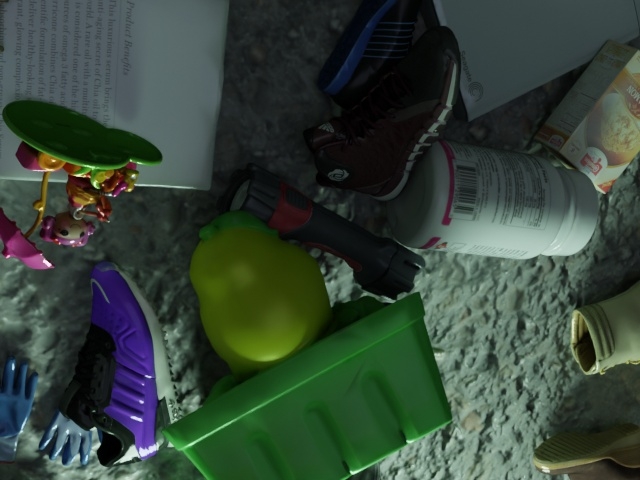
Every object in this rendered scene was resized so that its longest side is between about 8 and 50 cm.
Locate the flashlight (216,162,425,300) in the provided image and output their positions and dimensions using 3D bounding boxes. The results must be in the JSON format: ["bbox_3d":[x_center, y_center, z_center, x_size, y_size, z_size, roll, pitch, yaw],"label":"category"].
[{"bbox_3d":[0.000,0.000,1.098,0.304,0.103,0.103,29,90,-29],"label":"flashlight"}]

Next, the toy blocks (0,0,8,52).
[{"bbox_3d":[-0.368,-0.225,0.739,0.123,0.054,0.148,7,102,-22],"label":"toy blocks"}]

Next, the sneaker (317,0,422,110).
[{"bbox_3d":[0.093,-0.282,1.054,0.090,0.081,0.232,28,105,-29],"label":"sneaker"}]

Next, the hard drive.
[{"bbox_3d":[0.324,-0.356,1.135,0.352,0.047,0.233,-27,113,-11],"label":"hard drive"}]

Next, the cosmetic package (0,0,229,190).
[{"bbox_3d":[-0.349,-0.194,0.873,0.452,0.161,0.230,3,104,-20],"label":"cosmetic package"}]

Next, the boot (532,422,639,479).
[{"bbox_3d":[0.494,0.455,1.404,0.248,0.090,0.207,-6,105,-22],"label":"boot"}]

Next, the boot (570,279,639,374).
[{"bbox_3d":[0.550,0.203,1.350,0.203,0.095,0.262,-21,110,-14],"label":"boot"}]

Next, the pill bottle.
[{"bbox_3d":[0.255,-0.056,1.134,0.282,0.160,0.161,7,103,-21],"label":"pill bottle"}]

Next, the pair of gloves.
[{"bbox_3d":[-0.388,0.238,1.061,0.198,0.023,0.159,10,100,-23],"label":"pair of gloves"}]

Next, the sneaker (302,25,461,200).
[{"bbox_3d":[0.066,-0.158,1.008,0.162,0.106,0.281,1,137,-21],"label":"sneaker"}]

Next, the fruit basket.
[{"bbox_3d":[-0.042,0.139,1.019,0.391,0.283,0.393,-1,84,5],"label":"fruit basket"}]

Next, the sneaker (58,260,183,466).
[{"bbox_3d":[-0.280,0.178,1.019,0.146,0.102,0.294,-22,112,-31],"label":"sneaker"}]

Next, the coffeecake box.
[{"bbox_3d":[0.445,-0.190,1.192,0.142,0.068,0.186,30,101,-35],"label":"coffeecake box"}]

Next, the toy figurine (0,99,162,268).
[{"bbox_3d":[-0.273,-0.044,0.816,0.173,0.130,0.159,6,120,-46],"label":"toy figurine"}]

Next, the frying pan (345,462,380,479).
[{"bbox_3d":[0.001,0.319,1.209,0.197,0.053,0.326,-5,105,-19],"label":"frying pan"}]
